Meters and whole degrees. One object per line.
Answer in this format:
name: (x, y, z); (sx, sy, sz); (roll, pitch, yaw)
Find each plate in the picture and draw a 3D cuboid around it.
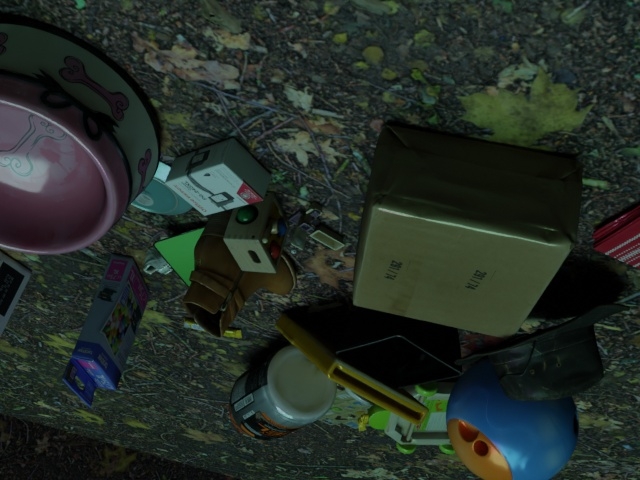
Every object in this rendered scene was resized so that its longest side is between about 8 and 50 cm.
plate: (-0.332, -0.098, 1.397); (0.188, 0.024, 0.188); (10, 148, 6)

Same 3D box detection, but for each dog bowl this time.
dog bowl: (-0.479, -0.141, 1.184); (0.407, 0.150, 0.408); (3, 136, 3)

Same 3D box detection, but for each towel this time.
towel: (0.607, 0.006, 1.173); (0.274, 0.031, 0.199); (22, 146, -15)

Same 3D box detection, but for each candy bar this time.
candy bar: (-0.284, 0.229, 1.900); (0.161, 0.018, 0.040); (12, 145, 5)

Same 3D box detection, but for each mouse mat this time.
mouse mat: (-0.248, 0.037, 1.546); (0.152, 0.007, 0.190); (-16, 140, 10)

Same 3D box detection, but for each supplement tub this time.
supplement tub: (-0.115, 0.414, 1.945); (0.207, 0.207, 0.338); (24, 148, -15)

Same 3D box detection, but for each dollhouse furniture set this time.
dollhouse furniture set: (0.000, 0.000, 1.360); (0.114, 0.081, 0.091); (29, 146, -23)

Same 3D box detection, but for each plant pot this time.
plant pot: (0.172, 0.179, 1.493); (0.187, 0.167, 0.188); (33, 145, -28)

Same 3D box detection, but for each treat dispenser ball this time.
treat dispenser ball: (0.425, 0.402, 1.628); (0.288, 0.288, 0.288); (10, 148, 7)

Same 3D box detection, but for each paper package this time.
paper package: (0.218, -0.006, 1.183); (0.309, 0.168, 0.325); (12, 149, 5)

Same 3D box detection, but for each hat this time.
hat: (0.424, 0.225, 1.344); (0.331, 0.134, 0.331); (-17, 165, -5)

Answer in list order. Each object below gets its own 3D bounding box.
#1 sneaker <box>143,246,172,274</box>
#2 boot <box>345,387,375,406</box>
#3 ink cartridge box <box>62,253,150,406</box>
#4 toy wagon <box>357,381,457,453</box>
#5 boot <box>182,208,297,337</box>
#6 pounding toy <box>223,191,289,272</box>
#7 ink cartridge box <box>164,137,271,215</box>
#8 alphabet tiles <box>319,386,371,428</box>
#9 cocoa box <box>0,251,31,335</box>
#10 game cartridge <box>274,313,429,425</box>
sneaker: (-0.322, 0.044, 1.584); (0.152, 0.061, 0.054); (-9, 140, 31)
boot: (0.164, 0.435, 1.966); (0.258, 0.095, 0.123); (21, 141, -12)
ink cartridge box: (-0.482, 0.211, 1.672); (0.065, 0.311, 0.186); (10, 149, 9)
toy wagon: (0.263, 0.445, 1.870); (0.344, 0.068, 0.267); (3, 130, -8)
boot: (-0.156, 0.095, 1.442); (0.109, 0.220, 0.283); (-3, 144, 26)
pounding toy: (-0.109, -0.015, 1.334); (0.100, 0.130, 0.141); (3, 147, 18)
ink cartridge box: (-0.181, -0.108, 1.281); (0.150, 0.063, 0.109); (-13, 139, 36)
alphabet tiles: (0.065, 0.503, 2.198); (0.285, 0.011, 0.342); (31, 145, -24)
cocoa box: (-0.919, 0.175, 1.759); (0.227, 0.347, 0.231); (-7, 142, 32)
game cartridge: (0.060, 0.289, 1.670); (0.285, 0.053, 0.323); (33, 176, -27)
